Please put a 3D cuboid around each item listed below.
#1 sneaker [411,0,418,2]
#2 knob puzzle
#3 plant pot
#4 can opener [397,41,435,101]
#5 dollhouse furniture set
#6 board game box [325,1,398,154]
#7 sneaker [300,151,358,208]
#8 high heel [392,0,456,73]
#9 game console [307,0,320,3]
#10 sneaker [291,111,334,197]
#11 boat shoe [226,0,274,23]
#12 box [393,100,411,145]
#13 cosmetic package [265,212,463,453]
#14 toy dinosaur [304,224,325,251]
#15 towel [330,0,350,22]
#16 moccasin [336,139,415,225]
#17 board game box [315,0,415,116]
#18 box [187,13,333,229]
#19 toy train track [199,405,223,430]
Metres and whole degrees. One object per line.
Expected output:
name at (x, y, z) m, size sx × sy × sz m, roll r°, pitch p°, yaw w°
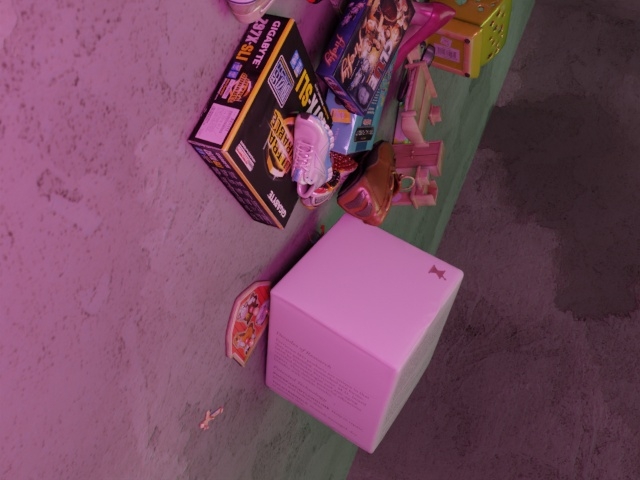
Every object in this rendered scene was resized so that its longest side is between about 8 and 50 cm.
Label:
sneaker at (0.202, -0.617, 1.482) m, size 0.081 × 0.080 × 0.211 m, roll -67°, pitch 161°, yaw -3°
knob puzzle at (-0.147, 0.173, 1.356) m, size 0.213 × 0.029 × 0.213 m, roll -52°, pitch 153°, yaw -41°
plant pot at (0.414, -0.625, 1.836) m, size 0.207 × 0.228 × 0.227 m, roll -57°, pitch 157°, yaw -20°
can opener at (0.267, -0.490, 1.806) m, size 0.186 × 0.073 × 0.059 m, roll -64°, pitch 169°, yaw 8°
dollhouse furniture set at (0.216, -0.310, 1.730) m, size 0.356 × 0.173 × 0.303 m, roll 55°, pitch 41°, yaw -48°
board game box at (0.096, -0.370, 1.389) m, size 0.254 × 0.079 × 0.336 m, roll -31°, pitch 137°, yaw -70°
sneaker at (0.012, -0.148, 1.435) m, size 0.093 × 0.088 × 0.225 m, roll -57°, pitch 173°, yaw 37°
high heel at (0.243, -0.501, 1.562) m, size 0.244 × 0.117 × 0.082 m, roll 113°, pitch -21°, yaw -56°
game console at (0.128, -0.597, 1.075) m, size 0.342 × 0.060 × 0.387 m, roll -45°, pitch -174°, yaw 41°
sneaker at (-0.022, -0.146, 1.121) m, size 0.083 × 0.071 × 0.191 m, roll -54°, pitch 154°, yaw -27°
boat shoe at (-0.059, -0.462, 0.941) m, size 0.302 × 0.109 × 0.094 m, roll -55°, pitch 172°, yaw -16°
box at (0.270, -0.368, 1.943) m, size 0.109 × 0.042 × 0.178 m, roll -47°, pitch 150°, yaw -49°
cosmetic package at (0.093, 0.220, 1.494) m, size 0.329 × 0.327 × 0.394 m, roll -46°, pitch 156°, yaw -38°
toy dinosaur at (0.000, 0.000, 1.533) m, size 0.082 × 0.090 × 0.047 m, roll -42°, pitch -164°, yaw 44°
towel at (0.045, -0.520, 1.254) m, size 0.113 × 0.023 × 0.152 m, roll -71°, pitch 158°, yaw -8°
moccasin at (0.145, -0.148, 1.561) m, size 0.139 × 0.147 × 0.380 m, roll -40°, pitch -167°, yaw 21°
board game box at (0.091, -0.381, 1.180) m, size 0.243 × 0.042 × 0.165 m, roll -65°, pitch 151°, yaw -4°
box at (-0.088, -0.197, 1.110) m, size 0.322 × 0.079 × 0.257 m, roll 59°, pitch 51°, yaw -65°
toy train track at (-0.233, 0.384, 1.345) m, size 0.083 × 0.014 × 0.048 m, roll -28°, pitch 133°, yaw -63°
